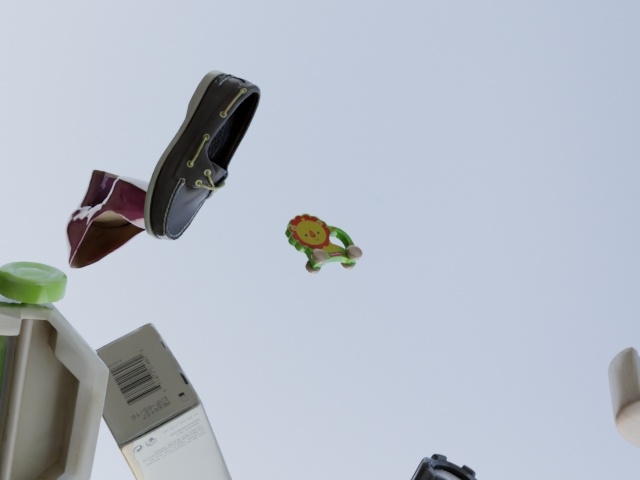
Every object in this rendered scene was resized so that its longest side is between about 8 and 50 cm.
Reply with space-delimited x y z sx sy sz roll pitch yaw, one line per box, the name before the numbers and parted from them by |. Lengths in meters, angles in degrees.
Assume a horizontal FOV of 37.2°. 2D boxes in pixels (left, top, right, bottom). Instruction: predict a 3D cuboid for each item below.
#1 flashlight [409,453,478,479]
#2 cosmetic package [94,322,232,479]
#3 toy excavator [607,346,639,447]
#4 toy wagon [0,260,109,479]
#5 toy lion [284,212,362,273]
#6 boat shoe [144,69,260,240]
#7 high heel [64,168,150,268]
flashlight | 0.121 0.445 1.303 0.103 0.103 0.304 41 -71 55
cosmetic package | -0.199 0.272 1.242 0.160 0.113 0.309 48 -22 42
toy excavator | 0.483 0.051 0.958 0.433 0.445 0.222 -14 -139 21
toy wagon | -0.349 0.142 0.760 0.068 0.345 0.267 32 -66 58
toy lion | 0.000 0.000 1.401 0.096 0.100 0.034 64 -38 30
boat shoe | -0.146 -0.100 1.176 0.069 0.081 0.227 21 -94 26
high heel | -0.316 -0.011 1.548 0.377 0.127 0.181 15 -92 62
